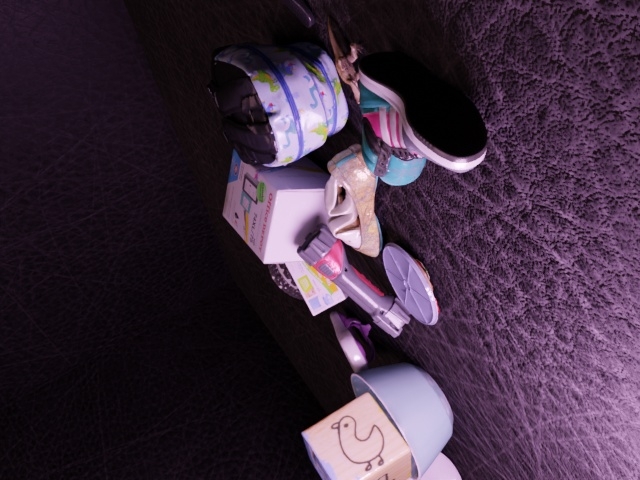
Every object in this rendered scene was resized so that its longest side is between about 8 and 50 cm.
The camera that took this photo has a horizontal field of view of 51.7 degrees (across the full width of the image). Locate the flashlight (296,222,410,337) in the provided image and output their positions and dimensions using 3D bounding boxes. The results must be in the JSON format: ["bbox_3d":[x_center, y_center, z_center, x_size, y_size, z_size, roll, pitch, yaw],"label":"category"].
[{"bbox_3d":[0.085,0.091,1.556,0.304,0.103,0.103,40,177,-12],"label":"flashlight"}]

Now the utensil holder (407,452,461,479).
[{"bbox_3d":[0.227,0.763,2.009,0.327,0.328,0.385,60,162,9],"label":"utensil holder"}]

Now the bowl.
[{"bbox_3d":[0.229,0.444,1.722,0.311,0.163,0.311,56,164,25],"label":"bowl"}]

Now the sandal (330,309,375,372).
[{"bbox_3d":[0.113,0.297,1.961,0.416,0.102,0.169,-114,-1,-81],"label":"sandal"}]

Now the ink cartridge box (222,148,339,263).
[{"bbox_3d":[-0.095,-0.093,1.664,0.270,0.197,0.198,43,128,49],"label":"ink cartridge box"}]

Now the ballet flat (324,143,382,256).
[{"bbox_3d":[0.066,-0.066,1.451,0.123,0.123,0.348,52,163,33],"label":"ballet flat"}]

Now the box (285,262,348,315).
[{"bbox_3d":[-0.014,0.105,1.975,0.203,0.114,0.103,61,-171,3],"label":"box"}]

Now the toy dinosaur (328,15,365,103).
[{"bbox_3d":[0.044,-0.320,1.190,0.183,0.053,0.093,64,167,-9],"label":"toy dinosaur"}]

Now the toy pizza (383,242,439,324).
[{"bbox_3d":[0.201,0.091,1.440,0.201,0.032,0.201,56,165,24],"label":"toy pizza"}]

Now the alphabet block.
[{"bbox_3d":[0.092,0.530,1.635,0.192,0.197,0.193,50,162,34],"label":"alphabet block"}]

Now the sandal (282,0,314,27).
[{"bbox_3d":[-0.065,-0.495,1.289,0.179,0.040,0.067,48,172,-5],"label":"sandal"}]

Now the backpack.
[{"bbox_3d":[-0.098,-0.292,1.398,0.355,0.274,0.290,-113,8,-75],"label":"backpack"}]

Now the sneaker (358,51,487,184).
[{"bbox_3d":[0.145,-0.147,1.013,0.295,0.124,0.178,-121,18,-44],"label":"sneaker"}]

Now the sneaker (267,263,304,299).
[{"bbox_3d":[-0.120,0.014,2.276,0.410,0.158,0.182,58,-164,8],"label":"sneaker"}]
